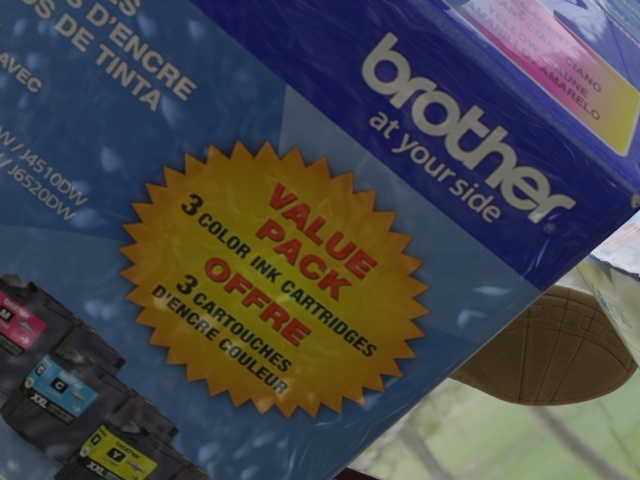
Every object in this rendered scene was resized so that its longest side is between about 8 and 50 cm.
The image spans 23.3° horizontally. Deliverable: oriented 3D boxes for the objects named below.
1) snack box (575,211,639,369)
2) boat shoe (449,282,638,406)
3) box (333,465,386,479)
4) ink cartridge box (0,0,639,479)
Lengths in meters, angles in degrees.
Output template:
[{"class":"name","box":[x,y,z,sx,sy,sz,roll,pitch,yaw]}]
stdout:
[{"class":"snack box","box":[0.184,0.078,0.540,0.060,0.187,0.322,-32,7,0]},{"class":"boat shoe","box":[0.103,0.058,1.155,0.285,0.092,0.102,4,-67,-17]},{"class":"box","box":[0.048,0.273,1.009,0.168,0.167,0.203,-61,-27,-24]},{"class":"ink cartridge box","box":[-0.055,-0.046,0.589,0.395,0.270,0.151,-47,7,30]}]
